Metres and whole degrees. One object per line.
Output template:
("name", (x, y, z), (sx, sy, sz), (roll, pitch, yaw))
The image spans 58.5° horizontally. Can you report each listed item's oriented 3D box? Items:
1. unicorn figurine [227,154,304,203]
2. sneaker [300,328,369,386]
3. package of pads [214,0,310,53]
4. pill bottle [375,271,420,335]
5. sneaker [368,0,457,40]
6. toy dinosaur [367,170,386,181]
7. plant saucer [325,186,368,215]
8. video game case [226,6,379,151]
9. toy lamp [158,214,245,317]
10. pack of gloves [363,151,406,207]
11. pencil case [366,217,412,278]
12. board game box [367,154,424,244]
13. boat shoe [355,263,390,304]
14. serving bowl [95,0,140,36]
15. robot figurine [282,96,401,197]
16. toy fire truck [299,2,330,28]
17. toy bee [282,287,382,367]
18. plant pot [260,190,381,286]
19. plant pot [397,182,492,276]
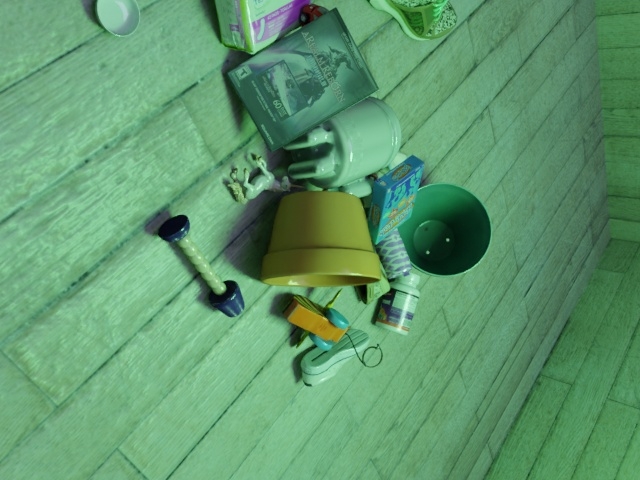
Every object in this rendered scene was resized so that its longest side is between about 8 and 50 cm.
("unicorn figurine", (-0.137, -0.140, 1.339), (0.162, 0.060, 0.111), (-30, 121, -11))
("sneaker", (0.038, 0.333, 1.644), (0.258, 0.094, 0.091), (-19, 132, -40))
("package of pads", (-0.124, -0.559, 1.166), (0.229, 0.101, 0.297), (-43, 145, -35))
("pill bottle", (0.252, 0.195, 1.819), (0.108, 0.108, 0.193), (26, 80, -48))
("sneaker", (0.298, -0.669, 1.595), (0.410, 0.182, 0.158), (2, 98, -49))
("toy dinosaur", (0.142, -0.194, 1.654), (0.093, 0.053, 0.183), (56, 50, -22))
("plant saucer", (0.075, -0.113, 1.612), (0.192, 0.018, 0.067), (38, 71, -47))
("video game case", (-0.038, -0.344, 1.240), (0.196, 0.274, 0.026), (60, 9, -10))
("toy lamp", (-0.248, 0.065, 1.252), (0.080, 0.080, 0.275), (-50, 133, -28))
("pack of gloves", (0.203, -0.180, 1.641), (0.232, 0.046, 0.195), (7, 78, -51))
("pencil case", (0.202, 0.010, 1.680), (0.088, 0.086, 0.206), (8, 63, -67))
("board game box", (0.198, -0.108, 1.542), (0.160, 0.047, 0.210), (-37, 151, -30))
("boat shoe", (0.119, 0.086, 1.645), (0.089, 0.104, 0.285), (-43, 132, -11))
("serving bowl", (-0.370, -0.412, 1.032), (0.083, 0.027, 0.083), (-16, 112, -45))
("robot figurine", (0.066, -0.248, 1.429), (0.353, 0.199, 0.300), (-26, 111, -42))
("toy fire truck", (0.013, -0.417, 1.282), (0.047, 0.135, 0.192), (-40, 150, -44))
("toy bee", (0.011, 0.233, 1.556), (0.195, 0.162, 0.298), (-34, 115, -1))
("plant pot", (0.000, 0.000, 1.382), (0.291, 0.291, 0.204), (10, 76, -49))
("plant pot", (0.374, -0.018, 1.811), (0.195, 0.290, 0.290), (76, 34, -80))
